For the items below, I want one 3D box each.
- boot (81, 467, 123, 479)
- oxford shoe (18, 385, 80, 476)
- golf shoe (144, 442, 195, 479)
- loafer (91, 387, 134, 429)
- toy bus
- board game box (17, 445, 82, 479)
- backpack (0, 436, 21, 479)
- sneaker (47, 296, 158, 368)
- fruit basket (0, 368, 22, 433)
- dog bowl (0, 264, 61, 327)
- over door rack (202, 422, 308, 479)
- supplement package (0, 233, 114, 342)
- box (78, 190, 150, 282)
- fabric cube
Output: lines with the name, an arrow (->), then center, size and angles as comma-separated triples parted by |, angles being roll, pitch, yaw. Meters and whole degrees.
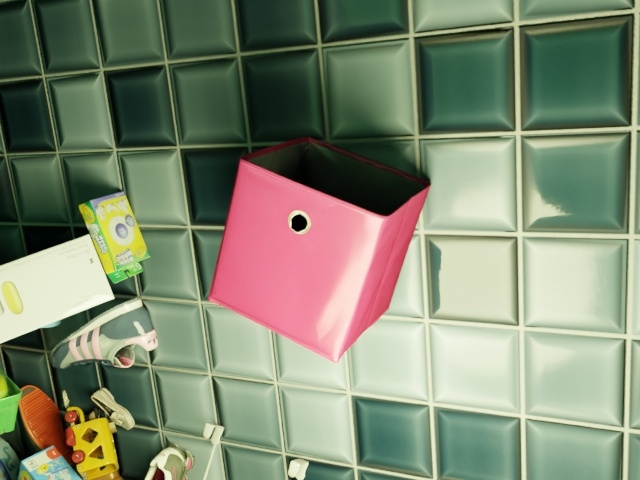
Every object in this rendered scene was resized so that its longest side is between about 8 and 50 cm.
boot -> -0.473, 0.657, 1.641 | 0.284, 0.109, 0.220 | -25, 76, 21
oxford shoe -> -0.714, 0.501, 1.705 | 0.098, 0.097, 0.271 | -22, 94, 35
golf shoe -> -0.377, 0.602, 1.510 | 0.105, 0.120, 0.272 | 10, 87, 19
loafer -> -0.504, 0.413, 1.605 | 0.125, 0.039, 0.045 | 45, 118, 8
toy bus -> -0.547, 0.471, 1.606 | 0.105, 0.191, 0.202 | -13, 107, -17
board game box -> -0.614, 0.708, 1.593 | 0.302, 0.086, 0.308 | 35, 121, 26
backpack -> -0.962, 0.658, 1.803 | 0.356, 0.273, 0.290 | -12, 93, 16
sneaker -> -0.499, 0.250, 1.515 | 0.319, 0.112, 0.131 | -32, 87, 31
fruit basket -> -0.867, 0.301, 1.635 | 0.327, 0.166, 0.352 | 16, 117, 47
dog bowl -> -0.742, 0.117, 1.554 | 0.297, 0.166, 0.074 | 19, 95, 7
over door rack -> -0.162, 0.584, 1.464 | 0.240, 0.108, 0.324 | 15, 97, 21
supplement package -> -0.590, 0.101, 1.392 | 0.204, 0.262, 0.145 | -3, 109, 68
box -> -0.431, -0.007, 1.410 | 0.043, 0.105, 0.179 | -15, 99, 29
fabric cube -> 0.000, 0.000, 1.115 | 0.254, 0.259, 0.258 | 24, 114, 17
